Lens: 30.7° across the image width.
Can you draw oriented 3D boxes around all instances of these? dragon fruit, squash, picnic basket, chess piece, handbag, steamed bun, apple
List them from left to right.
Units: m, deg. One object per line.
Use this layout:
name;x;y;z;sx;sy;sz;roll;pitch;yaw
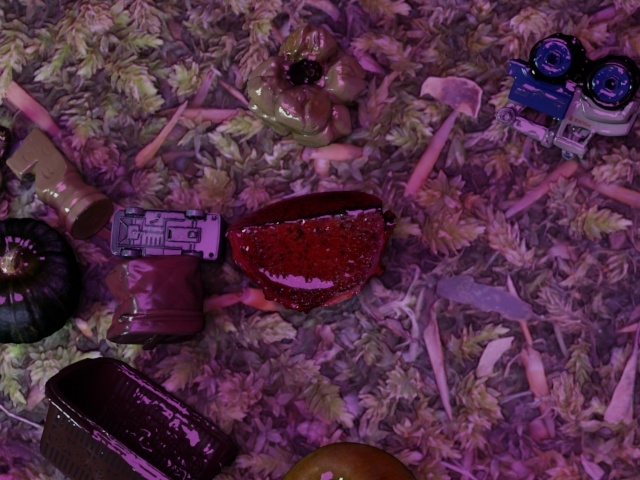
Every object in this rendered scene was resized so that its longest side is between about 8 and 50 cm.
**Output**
squash;-0.494;0.063;1.881;0.218;0.172;0.218;-1;83;8
chess piece;-0.440;-0.099;1.950;0.090;0.090;0.200;-45;70;1
picnic basket;-0.295;0.318;1.805;0.297;0.222;0.129;34;111;13
handbag;-0.258;0.099;1.809;0.146;0.225;0.135;-2;82;-18
steamed bun;-0.019;-0.245;1.878;0.192;0.106;0.177;42;92;12
dragon fruit;0.000;0.000;1.822;0.262;0.163;0.189;-9;46;12
apple;0.049;0.416;1.728;0.237;0.207;0.236;-9;62;17

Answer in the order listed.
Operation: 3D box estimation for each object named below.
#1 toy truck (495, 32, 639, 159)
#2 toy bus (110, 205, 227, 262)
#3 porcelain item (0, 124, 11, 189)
toy truck;0.385;-0.218;1.791;0.213;0.161;0.177;25;106;13
toy bus;-0.244;-0.004;1.888;0.178;0.098;0.086;3;83;8
porcelain item;-0.577;-0.095;1.981;0.084;0.054;0.213;20;86;10
